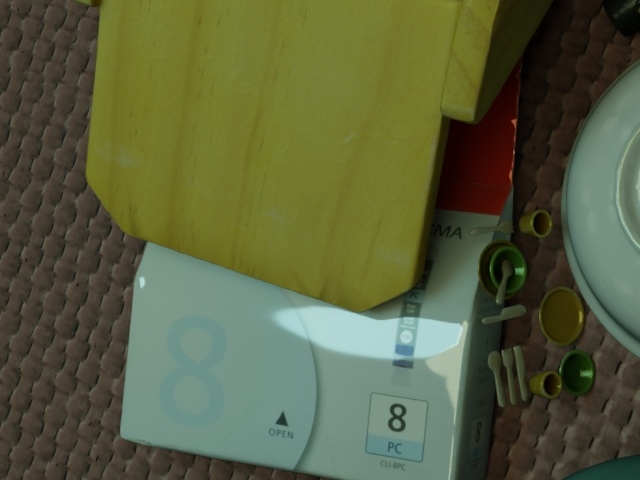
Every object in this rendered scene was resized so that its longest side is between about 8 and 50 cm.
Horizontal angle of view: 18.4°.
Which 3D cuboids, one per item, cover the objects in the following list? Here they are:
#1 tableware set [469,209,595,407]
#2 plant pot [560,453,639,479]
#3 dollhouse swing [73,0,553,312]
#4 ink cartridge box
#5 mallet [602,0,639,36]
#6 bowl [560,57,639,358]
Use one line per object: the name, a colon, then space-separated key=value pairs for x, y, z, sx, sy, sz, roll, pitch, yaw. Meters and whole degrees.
tableware set: x=0.174 y=0.053 z=1.570 sx=0.024 sy=0.104 sz=0.154 roll=-6 pitch=94 yaw=56
plant pot: x=0.256 y=0.283 z=1.415 sx=0.235 sy=0.293 sz=0.293 roll=10 pitch=88 yaw=48
dollhouse swing: x=0.002 y=-0.176 z=1.595 sx=0.346 sy=0.315 sz=0.305 roll=18 pitch=136 yaw=17
ink cartridge box: x=0.000 y=0.000 z=1.639 sx=0.308 sy=0.091 sz=0.385 roll=7 pitch=96 yaw=25
mallet: x=0.268 y=-0.170 z=1.524 sx=0.062 sy=0.190 sz=0.039 roll=-37 pitch=109 yaw=8
bowl: x=0.309 y=-0.035 z=1.504 sx=0.297 sy=0.134 sz=0.298 roll=-3 pitch=82 yaw=24
